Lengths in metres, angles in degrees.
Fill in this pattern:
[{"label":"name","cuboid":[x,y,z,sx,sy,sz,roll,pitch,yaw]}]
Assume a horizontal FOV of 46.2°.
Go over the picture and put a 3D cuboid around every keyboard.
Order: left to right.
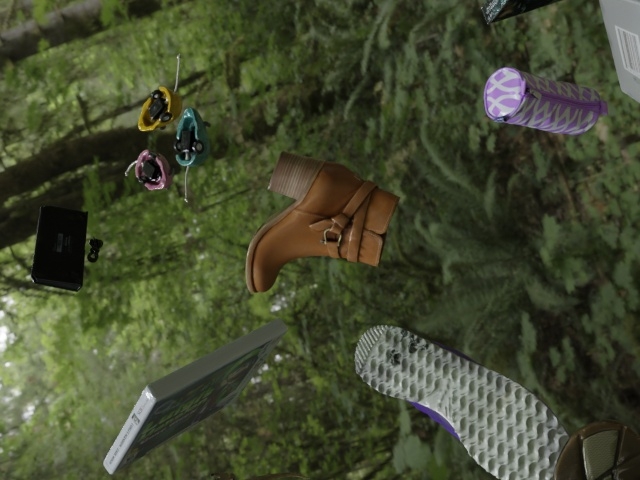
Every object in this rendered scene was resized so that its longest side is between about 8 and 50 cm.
[{"label":"keyboard","cuboid":[-0.417,0.013,1.247,0.180,0.108,0.023,-103,32,-44]}]

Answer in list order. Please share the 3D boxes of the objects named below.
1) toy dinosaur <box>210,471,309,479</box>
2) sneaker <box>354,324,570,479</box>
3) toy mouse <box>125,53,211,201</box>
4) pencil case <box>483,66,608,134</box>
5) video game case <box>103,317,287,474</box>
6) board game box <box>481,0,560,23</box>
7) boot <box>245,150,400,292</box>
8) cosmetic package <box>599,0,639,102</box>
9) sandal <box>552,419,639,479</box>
[{"label":"toy dinosaur","cuboid":[-0.099,0.281,0.829,0.053,0.183,0.093,62,163,15]},{"label":"sneaker","cuboid":[0.191,0.195,0.920,0.293,0.102,0.146,32,-176,34]},{"label":"toy mouse","cuboid":[-0.162,-0.099,0.839,0.031,0.161,0.143,4,-130,-49]},{"label":"pencil case","cuboid":[0.347,-0.216,1.165,0.088,0.206,0.087,-14,77,53]},{"label":"video game case","cuboid":[-0.138,0.174,0.840,0.190,0.173,0.022,-23,-114,-45]},{"label":"board game box","cuboid":[0.297,-0.317,0.887,0.126,0.186,0.026,131,119,-79]},{"label":"boot","cuboid":[0.000,0.000,1.299,0.109,0.220,0.284,-60,-10,-70]},{"label":"cosmetic package","cuboid":[0.354,-0.188,0.573,0.127,0.237,0.107,-83,-28,-66]},{"label":"sandal","cuboid":[0.256,0.247,0.630,0.219,0.090,0.060,64,-167,-10]}]
